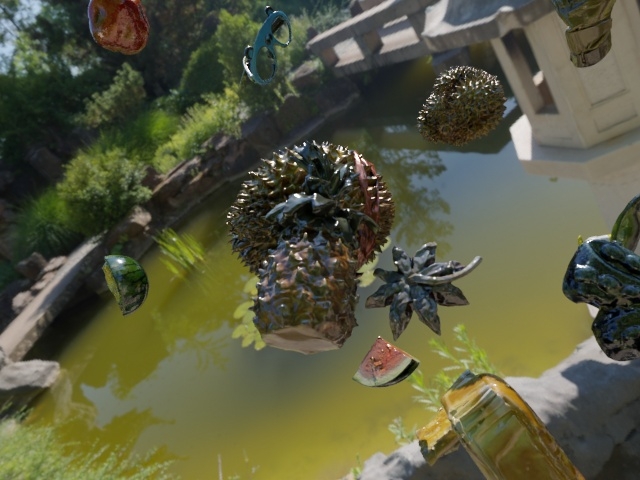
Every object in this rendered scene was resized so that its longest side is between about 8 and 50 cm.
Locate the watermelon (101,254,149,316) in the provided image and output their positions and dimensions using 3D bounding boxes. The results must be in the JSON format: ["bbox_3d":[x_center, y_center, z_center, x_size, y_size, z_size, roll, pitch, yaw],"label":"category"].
[{"bbox_3d":[-0.316,0.069,0.744,0.062,0.105,0.105,-22,18,-24],"label":"watermelon"}]

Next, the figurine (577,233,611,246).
[{"bbox_3d":[0.813,0.061,1.291,0.109,0.130,0.178,110,161,-44],"label":"figurine"}]

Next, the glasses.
[{"bbox_3d":[-0.166,-0.533,1.315,0.207,0.102,0.239,-23,45,67],"label":"glasses"}]

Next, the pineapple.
[{"bbox_3d":[0.000,0.000,0.649,0.141,0.170,0.309,122,158,-62],"label":"pineapple"}]

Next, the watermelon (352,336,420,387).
[{"bbox_3d":[0.202,0.347,1.232,0.193,0.137,0.145,-21,26,-30],"label":"watermelon"}]

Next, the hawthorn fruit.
[{"bbox_3d":[-0.289,-0.319,0.652,0.093,0.093,0.093,-31,26,17],"label":"hawthorn fruit"}]

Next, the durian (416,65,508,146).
[{"bbox_3d":[0.271,-0.255,0.859,0.158,0.137,0.168,18,67,33],"label":"durian"}]

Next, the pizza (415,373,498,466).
[{"bbox_3d":[0.375,0.504,1.248,0.323,0.089,0.223,-34,-15,-26],"label":"pizza"}]

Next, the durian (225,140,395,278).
[{"bbox_3d":[-0.010,-0.049,1.005,0.384,0.347,0.348,-23,16,-29],"label":"durian"}]

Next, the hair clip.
[{"bbox_3d":[0.527,0.099,0.654,0.310,0.194,0.206,-1,87,32],"label":"hair clip"}]

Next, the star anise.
[{"bbox_3d":[0.207,0.084,0.918,0.263,0.081,0.230,-25,47,8],"label":"star anise"}]

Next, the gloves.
[{"bbox_3d":[0.719,-0.640,1.224,0.154,0.331,0.141,-20,38,19],"label":"gloves"}]

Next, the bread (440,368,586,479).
[{"bbox_3d":[0.279,0.305,0.637,0.107,0.241,0.136,-35,-5,2],"label":"bread"}]

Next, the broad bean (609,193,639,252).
[{"bbox_3d":[0.770,0.028,1.160,0.077,0.338,0.061,-9,29,-18],"label":"broad bean"}]
